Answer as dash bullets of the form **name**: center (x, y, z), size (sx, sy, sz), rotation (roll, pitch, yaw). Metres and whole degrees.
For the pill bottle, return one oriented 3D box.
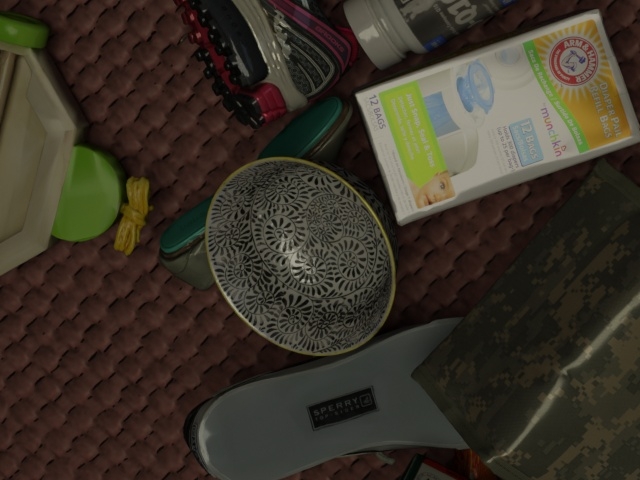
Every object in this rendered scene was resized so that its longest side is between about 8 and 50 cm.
- **pill bottle**: center (0.092, -0.198, 1.568), size (0.137, 0.078, 0.078), rotation (-30, 93, 14)

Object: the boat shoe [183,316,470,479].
- **boat shoe**: center (0.037, 0.133, 1.618), size (0.306, 0.105, 0.113), rotation (-18, 96, -13)

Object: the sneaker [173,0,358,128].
- **sneaker**: center (-0.081, -0.241, 1.585), size (0.112, 0.121, 0.299), rotation (-29, 93, -16)

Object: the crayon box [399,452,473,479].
- **crayon box**: center (0.172, 0.384, 1.587), size (0.363, 0.106, 0.313), rotation (27, 127, 5)

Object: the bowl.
- **bowl**: center (0.000, 0.000, 1.561), size (0.170, 0.080, 0.170), rotation (12, 118, 25)

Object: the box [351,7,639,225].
- **box**: center (0.137, -0.100, 1.547), size (0.203, 0.103, 0.114), rotation (-19, 96, 2)

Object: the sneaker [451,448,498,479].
- **sneaker**: center (0.150, 0.244, 1.651), size (0.067, 0.064, 0.175), rotation (-15, 102, -8)

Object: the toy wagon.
- **toy wagon**: center (-0.303, -0.068, 1.666), size (0.344, 0.068, 0.267), rotation (17, 102, 6)

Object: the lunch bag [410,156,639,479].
- **lunch bag**: center (0.260, 0.114, 1.534), size (0.287, 0.169, 0.235), rotation (36, 98, -34)

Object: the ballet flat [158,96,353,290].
- **ballet flat**: center (-0.042, -0.036, 1.634), size (0.213, 0.072, 0.068), rotation (-39, 119, 14)
